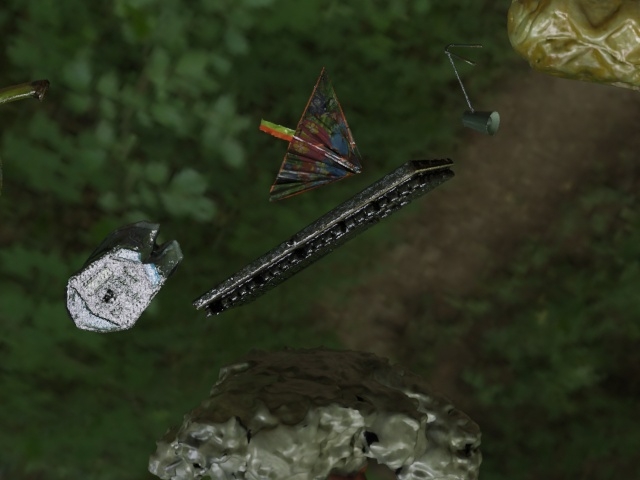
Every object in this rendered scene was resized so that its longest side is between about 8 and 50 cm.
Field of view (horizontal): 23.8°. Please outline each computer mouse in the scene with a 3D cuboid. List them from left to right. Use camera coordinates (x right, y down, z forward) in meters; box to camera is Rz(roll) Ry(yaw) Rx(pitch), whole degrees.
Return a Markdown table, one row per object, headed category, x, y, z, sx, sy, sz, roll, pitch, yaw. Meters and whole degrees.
| category | x | y | z | sx | sy | sz | roll | pitch | yaw |
| --- | --- | --- | --- | --- | --- | --- | --- | --- | --- |
| computer mouse | -0.189 | 0.032 | 1.448 | 0.079 | 0.135 | 0.047 | 40 | -163 | -22 |

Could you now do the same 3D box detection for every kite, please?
| category | x | y | z | sx | sy | sz | roll | pitch | yaw |
| --- | --- | --- | --- | --- | --- | --- | --- | --- | --- |
| kite | -0.011 | -0.160 | 2.423 | 0.183 | 0.241 | 0.014 | 21 | 169 | -15 |

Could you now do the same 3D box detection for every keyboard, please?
| category | x | y | z | sx | sy | sz | roll | pitch | yaw |
| --- | --- | --- | --- | --- | --- | --- | --- | --- | --- |
| keyboard | 0.000 | 0.000 | 1.603 | 0.106 | 0.317 | 0.027 | -11 | -108 | -57 |

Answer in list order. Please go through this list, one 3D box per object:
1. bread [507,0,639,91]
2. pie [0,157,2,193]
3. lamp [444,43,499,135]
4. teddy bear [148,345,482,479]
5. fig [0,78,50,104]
| category | x | y | z | sx | sy | sz | roll | pitch | yaw |
| --- | --- | --- | --- | --- | --- | --- | --- | --- | --- |
| bread | 0.346 | -0.236 | 1.725 | 0.267 | 0.130 | 0.152 | 10 | -177 | 10 |
| pie | -0.451 | -0.060 | 1.667 | 0.274 | 0.257 | 0.105 | 31 | -179 | 38 |
| lamp | 0.185 | -0.186 | 1.883 | 0.054 | 0.041 | 0.121 | 15 | 136 | 33 |
| teddy bear | -0.037 | 0.229 | 1.661 | 0.357 | 0.225 | 0.367 | -13 | 180 | 22 |
| fig | -0.297 | -0.044 | 1.153 | 0.124 | 0.236 | 0.124 | 41 | -173 | -6 |
